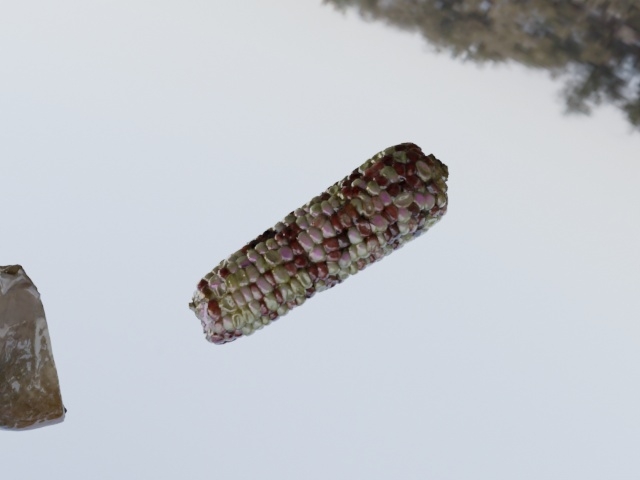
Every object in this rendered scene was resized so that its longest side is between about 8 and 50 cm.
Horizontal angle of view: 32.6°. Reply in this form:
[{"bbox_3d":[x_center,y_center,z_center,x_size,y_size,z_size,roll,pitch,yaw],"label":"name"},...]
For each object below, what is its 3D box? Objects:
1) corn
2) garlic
[{"bbox_3d":[0.000,0.000,1.040,0.092,0.281,0.092,56,170,16],"label":"corn"},{"bbox_3d":[-0.302,0.105,1.019,0.101,0.195,0.087,-17,-144,-18],"label":"garlic"}]
